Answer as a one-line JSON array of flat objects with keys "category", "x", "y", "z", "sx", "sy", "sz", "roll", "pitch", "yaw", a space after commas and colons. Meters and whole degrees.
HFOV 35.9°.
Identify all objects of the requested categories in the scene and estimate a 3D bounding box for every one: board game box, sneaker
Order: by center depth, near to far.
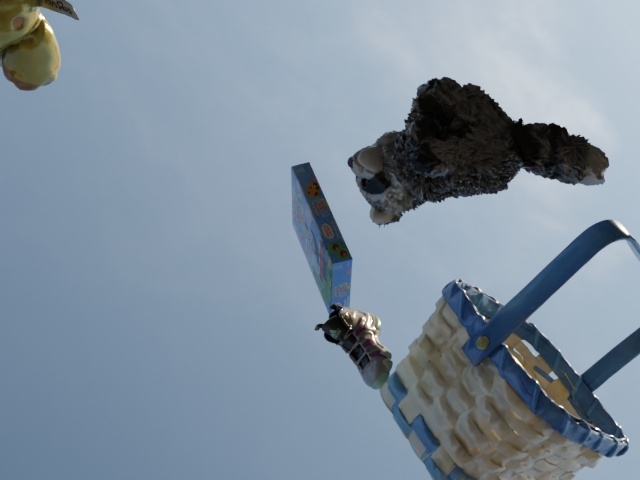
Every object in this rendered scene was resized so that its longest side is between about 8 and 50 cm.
[{"category": "sneaker", "x": 0.026, "y": 0.094, "z": 0.912, "sx": 0.069, "sy": 0.038, "sz": 0.098, "roll": 24, "pitch": -157, "yaw": -23}, {"category": "board game box", "x": 0.000, "y": 0.000, "z": 1.640, "sx": 0.039, "sy": 0.160, "sz": 0.211, "roll": -14, "pitch": -126, "yaw": -11}]

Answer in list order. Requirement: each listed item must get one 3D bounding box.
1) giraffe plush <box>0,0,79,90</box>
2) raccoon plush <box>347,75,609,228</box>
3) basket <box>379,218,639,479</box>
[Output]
[{"category": "giraffe plush", "x": -0.360, "y": -0.197, "z": 0.967, "sx": 0.170, "sy": 0.210, "sz": 0.181, "roll": -42, "pitch": -56, "yaw": -26}, {"category": "raccoon plush", "x": 0.276, "y": -0.107, "z": 1.883, "sx": 0.447, "sy": 0.299, "sz": 0.216, "roll": 25, "pitch": -122, "yaw": -3}, {"category": "basket", "x": 0.218, "y": 0.118, "z": 0.971, "sx": 0.255, "sy": 0.289, "sz": 0.201, "roll": 34, "pitch": -160, "yaw": -50}]
